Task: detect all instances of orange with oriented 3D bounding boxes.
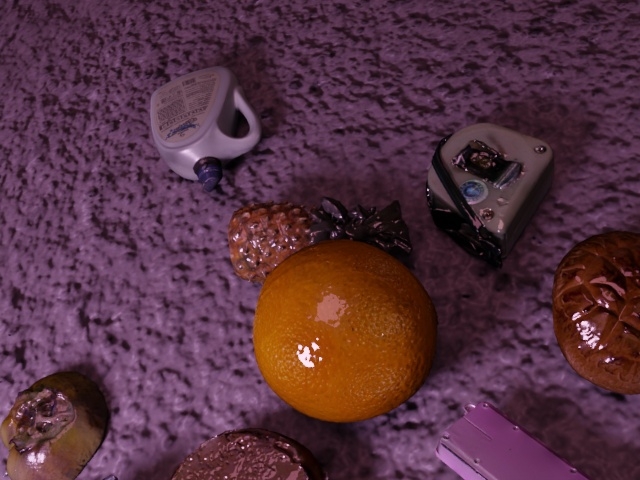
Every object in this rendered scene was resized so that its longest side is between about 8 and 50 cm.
[{"bbox_3d":[0.036,0.132,1.099,0.274,0.274,0.274,-7,55,11],"label":"orange"}]

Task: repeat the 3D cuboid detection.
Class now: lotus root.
[{"bbox_3d":[-0.456,0.306,1.236,0.183,0.078,0.203,23,67,28],"label":"lotus root"}]

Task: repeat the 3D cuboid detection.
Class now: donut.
[{"bbox_3d":[-0.105,0.398,1.059,0.270,0.103,0.269,-9,56,13],"label":"donut"}]

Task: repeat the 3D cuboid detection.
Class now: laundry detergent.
[{"bbox_3d":[-0.227,-0.217,1.503,0.215,0.105,0.280,-22,52,-2],"label":"laundry detergent"}]

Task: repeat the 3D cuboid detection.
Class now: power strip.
[{"bbox_3d":[0.280,0.318,0.976,0.109,0.037,0.279,-28,45,-32],"label":"power strip"}]

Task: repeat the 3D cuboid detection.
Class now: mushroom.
[{"bbox_3d":[0.452,0.099,1.080,0.253,0.153,0.253,-2,58,3],"label":"mushroom"}]

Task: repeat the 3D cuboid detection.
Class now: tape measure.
[{"bbox_3d":[0.269,-0.091,1.277,0.207,0.115,0.235,26,67,26],"label":"tape measure"}]

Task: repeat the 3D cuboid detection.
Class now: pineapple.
[{"bbox_3d":[0.000,0.000,1.279,0.310,0.141,0.170,-5,27,4],"label":"pineapple"}]

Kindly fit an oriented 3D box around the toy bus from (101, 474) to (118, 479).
[{"bbox_3d":[-0.283,0.467,1.042,0.116,0.133,0.234,-29,49,-6],"label":"toy bus"}]
